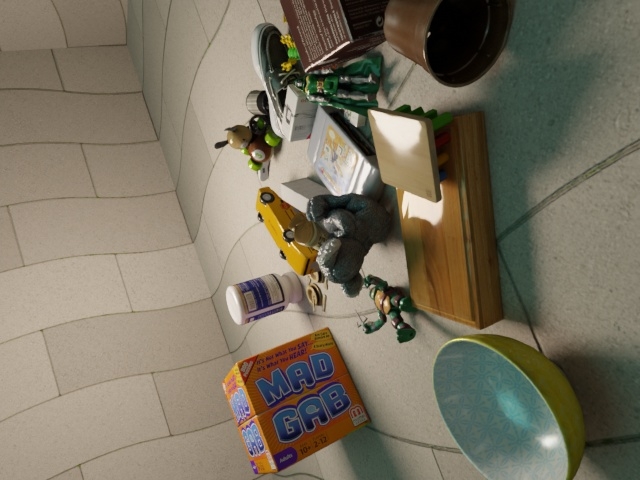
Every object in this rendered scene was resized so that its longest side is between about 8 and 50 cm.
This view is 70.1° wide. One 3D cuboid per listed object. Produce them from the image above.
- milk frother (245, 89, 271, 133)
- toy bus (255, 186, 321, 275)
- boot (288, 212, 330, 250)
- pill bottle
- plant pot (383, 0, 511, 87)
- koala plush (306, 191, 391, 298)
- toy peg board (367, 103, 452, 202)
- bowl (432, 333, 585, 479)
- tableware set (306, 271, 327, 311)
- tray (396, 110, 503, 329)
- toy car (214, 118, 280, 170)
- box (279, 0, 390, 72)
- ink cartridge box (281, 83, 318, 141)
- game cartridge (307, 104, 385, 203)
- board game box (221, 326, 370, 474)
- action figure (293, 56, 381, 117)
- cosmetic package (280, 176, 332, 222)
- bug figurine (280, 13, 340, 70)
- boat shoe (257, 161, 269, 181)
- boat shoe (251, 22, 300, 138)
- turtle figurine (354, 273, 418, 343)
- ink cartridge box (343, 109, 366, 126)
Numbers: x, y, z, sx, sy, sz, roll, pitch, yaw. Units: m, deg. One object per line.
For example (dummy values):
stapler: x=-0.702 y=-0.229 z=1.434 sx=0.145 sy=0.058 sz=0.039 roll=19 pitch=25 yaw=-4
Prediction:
milk frother: x=-0.202 y=-0.424 z=1.500 sx=0.135 sy=0.143 sz=0.129 roll=22 pitch=131 yaw=54
toy bus: x=-0.101 y=-0.042 z=1.539 sx=0.333 sy=0.130 sz=0.108 roll=56 pitch=149 yaw=30
boot: x=0.000 y=0.000 z=1.329 sx=0.165 sy=0.077 sz=0.213 roll=35 pitch=-176 yaw=-21
pill bottle: x=-0.212 y=0.213 z=1.742 sx=0.153 sy=0.264 sz=0.153 roll=37 pitch=134 yaw=50
plant pot: x=0.200 y=-0.365 z=0.779 sx=0.165 sy=0.167 sz=0.167 roll=-129 pitch=34 yaw=-50
koala plush: x=0.062 y=0.012 z=1.121 sx=0.203 sy=0.221 sz=0.196 roll=-7 pitch=134 yaw=29
toy peg board: x=0.182 y=-0.176 z=0.862 sx=0.161 sy=0.079 sz=0.161 roll=35 pitch=150 yaw=51
bowl: x=0.361 y=0.290 z=0.832 sx=0.289 sy=0.156 sz=0.289 roll=40 pitch=138 yaw=48
tableware set: x=-0.027 y=0.155 z=1.609 sx=0.128 sy=0.039 sz=0.194 roll=44 pitch=141 yaw=43
tray: x=0.253 y=-0.040 z=0.943 sx=0.203 sy=0.076 sz=0.411 roll=12 pitch=116 yaw=60
toy car: x=-0.264 y=-0.341 z=1.569 sx=0.155 sy=0.188 sz=0.149 roll=-47 pitch=61 yaw=35
box: x=0.050 y=-0.478 z=0.952 sx=0.203 sy=0.168 sz=0.167 roll=3 pitch=117 yaw=62
ink cartridge box: x=-0.041 y=-0.359 z=1.272 sx=0.063 sy=0.109 sz=0.150 roll=58 pitch=149 yaw=31
game cartridge: x=0.061 y=-0.210 z=1.222 sx=0.297 sy=0.062 sz=0.198 roll=55 pitch=143 yaw=29
board game box: x=-0.107 y=0.581 z=1.648 sx=0.356 sy=0.356 sz=0.356 roll=64 pitch=151 yaw=18
action figure: x=0.030 y=-0.370 z=1.094 sx=0.232 sy=0.063 sz=0.137 roll=15 pitch=102 yaw=34
cosmetic package: x=-0.024 y=-0.126 z=1.386 sx=0.239 sy=0.099 sz=0.060 roll=35 pitch=137 yaw=51
bug figurine: x=-0.022 y=-0.545 z=1.171 sx=0.216 sy=0.072 sz=0.279 roll=28 pitch=124 yaw=46
boat shoe: x=-0.221 y=-0.287 z=1.718 sx=0.040 sy=0.049 sz=0.142 roll=54 pitch=149 yaw=34
boat shoe: x=-0.104 y=-0.467 z=1.350 sx=0.119 sy=0.121 sz=0.335 roll=21 pitch=134 yaw=48
turtle figurine: x=0.162 y=0.162 z=1.176 sx=0.234 sy=0.118 sz=0.175 roll=27 pitch=132 yaw=62
ink cartridge box: x=0.090 y=-0.346 z=1.123 sx=0.063 sy=0.029 sz=0.115 roll=47 pitch=143 yaw=40
